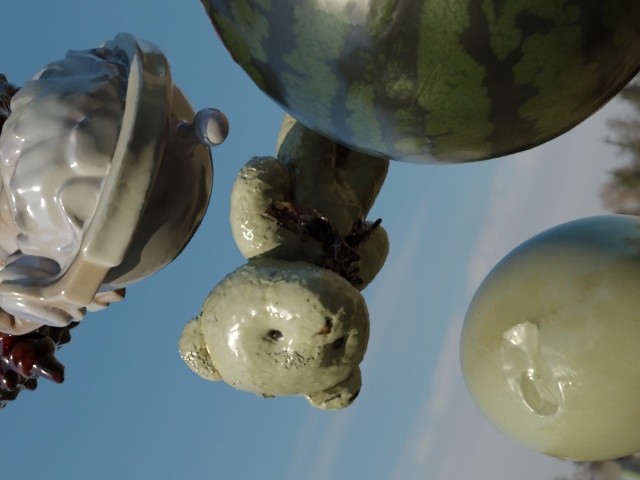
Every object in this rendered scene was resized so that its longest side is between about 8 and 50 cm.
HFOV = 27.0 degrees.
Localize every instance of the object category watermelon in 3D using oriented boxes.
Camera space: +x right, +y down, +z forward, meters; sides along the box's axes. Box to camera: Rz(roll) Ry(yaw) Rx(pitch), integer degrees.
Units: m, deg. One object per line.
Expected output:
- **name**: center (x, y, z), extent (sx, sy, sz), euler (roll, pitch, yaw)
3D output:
- **watermelon**: center (0.048, -0.132, 0.523), extent (0.212, 0.212, 0.212), euler (15, -90, -75)

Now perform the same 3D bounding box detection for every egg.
- **egg**: center (0.248, 0.089, 1.212), extent (0.269, 0.219, 0.219), euler (-37, 19, 48)

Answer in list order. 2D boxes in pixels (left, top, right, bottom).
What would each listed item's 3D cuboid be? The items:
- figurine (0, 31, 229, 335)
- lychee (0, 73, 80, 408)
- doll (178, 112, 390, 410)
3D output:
- **figurine**: center (-0.145, -0.029, 0.718), extent (0.141, 0.237, 0.162), euler (24, -119, -32)
- **lychee**: center (-0.423, 0.009, 1.390), extent (0.425, 0.500, 0.424), euler (-27, -48, -35)
- **doll**: center (-0.003, -0.002, 1.131), extent (0.149, 0.175, 0.278), euler (156, 129, -67)
